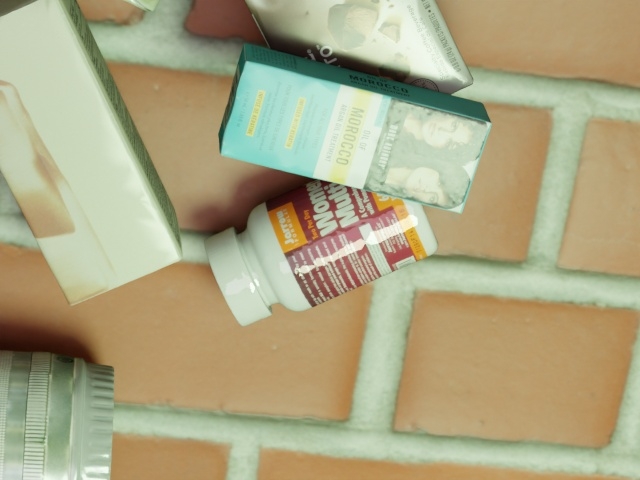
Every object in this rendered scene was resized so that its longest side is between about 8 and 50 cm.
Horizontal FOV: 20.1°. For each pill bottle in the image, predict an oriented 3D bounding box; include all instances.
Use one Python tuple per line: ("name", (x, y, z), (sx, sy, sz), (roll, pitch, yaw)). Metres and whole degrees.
("pill bottle", (0.000, 0.000, 1.864), (0.221, 0.121, 0.121), (-24, 112, 3))

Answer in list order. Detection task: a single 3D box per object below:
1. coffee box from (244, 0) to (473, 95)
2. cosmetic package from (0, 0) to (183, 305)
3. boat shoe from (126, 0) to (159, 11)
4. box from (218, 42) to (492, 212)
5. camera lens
("coffee box", (0.009, -0.256, 1.765), (0.168, 0.119, 0.297), (-26, 112, 4))
("cosmetic package", (-0.254, -0.106, 1.779), (0.129, 0.153, 0.296), (-22, 111, 2))
("boat shoe", (-0.223, -0.281, 1.659), (0.302, 0.109, 0.094), (13, 96, -55))
("box", (0.032, -0.106, 1.730), (0.244, 0.060, 0.100), (13, 112, -10))
("camera lens", (-0.355, 0.221, 1.859), (0.274, 0.219, 0.219), (3, 111, -8))
